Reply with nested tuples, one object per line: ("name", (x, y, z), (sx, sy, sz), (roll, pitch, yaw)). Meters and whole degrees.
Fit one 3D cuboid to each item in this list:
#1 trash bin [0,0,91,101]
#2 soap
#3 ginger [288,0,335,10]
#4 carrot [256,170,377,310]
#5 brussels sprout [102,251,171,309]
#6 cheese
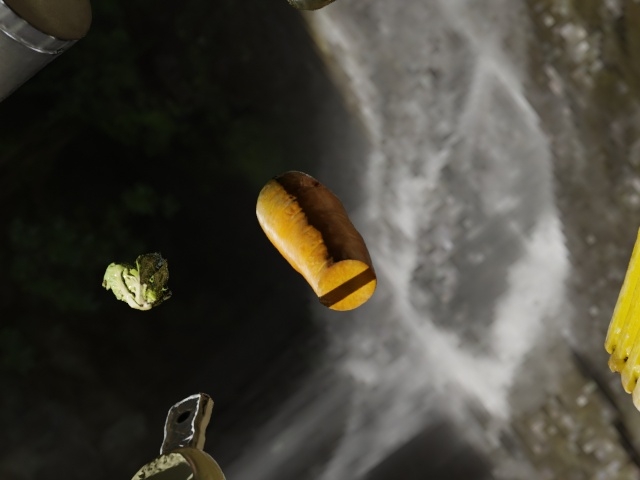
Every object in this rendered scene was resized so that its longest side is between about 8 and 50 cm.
("trash bin", (-0.446, -0.237, 2.246), (0.203, 0.301, 0.252), (59, -155, 9))
("soap", (0.336, 0.031, 1.739), (0.073, 0.232, 0.140), (8, -156, -13))
("ginger", (0.102, -0.296, 1.807), (0.118, 0.299, 0.065), (72, -177, -64))
("carrot", (0.000, 0.000, 1.897), (0.087, 0.087, 0.193), (48, -178, -41))
("brussels sprout", (-0.208, 0.054, 2.193), (0.085, 0.085, 0.058), (39, -142, -69))
("cheese", (-0.133, 0.213, 1.704), (0.049, 0.127, 0.235), (55, -162, -21))
